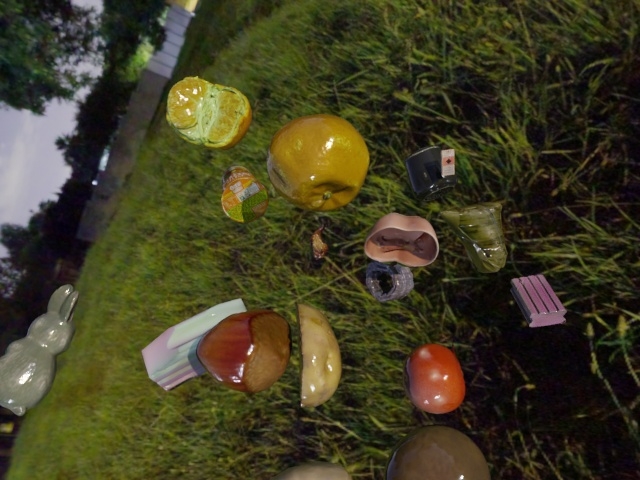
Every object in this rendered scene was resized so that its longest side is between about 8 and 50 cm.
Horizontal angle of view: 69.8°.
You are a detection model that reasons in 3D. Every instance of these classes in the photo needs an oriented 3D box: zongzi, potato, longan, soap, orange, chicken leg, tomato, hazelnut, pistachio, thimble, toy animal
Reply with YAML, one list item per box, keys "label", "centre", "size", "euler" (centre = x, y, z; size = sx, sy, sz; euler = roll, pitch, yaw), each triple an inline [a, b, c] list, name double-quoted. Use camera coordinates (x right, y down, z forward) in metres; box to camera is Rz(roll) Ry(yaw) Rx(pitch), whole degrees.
- label: "zongzi"
  centre: [0.516, 0.002, 1.569]
  size: [0.125, 0.274, 0.251]
  euler: [-12, 88, 55]
- label: "potato"
  centre: [-0.006, 0.236, 1.006]
  size: [0.138, 0.098, 0.243]
  euler: [104, 163, -66]
- label: "longan"
  centre: [0.292, 0.594, 1.146]
  size: [0.258, 0.258, 0.258]
  euler: [-42, 40, 48]
- label: "soap"
  centre: [0.759, 0.209, 1.613]
  size: [0.203, 0.122, 0.065]
  euler: [-88, -13, -57]
- label: "soap"
  centre: [-0.352, 0.305, 1.361]
  size: [0.109, 0.323, 0.193]
  euler: [59, 169, 31]
- label: "orange"
  centre: [-0.307, -0.345, 1.291]
  size: [0.158, 0.237, 0.179]
  euler: [68, -143, -82]
- label: "chicken leg"
  centre: [-0.005, 0.000, 1.526]
  size: [0.037, 0.062, 0.145]
  euler: [104, 165, -54]
- label: "tomato"
  centre: [0.429, 0.522, 1.741]
  size: [0.256, 0.224, 0.256]
  euler: [179, 90, -81]
- label: "hazelnut"
  centre: [-0.167, 0.254, 1.045]
  size: [0.210, 0.186, 0.210]
  euler: [-42, -5, -5]
- label: "pistachio"
  centre: [-0.038, 0.607, 1.039]
  size: [0.226, 0.208, 0.332]
  euler: [-51, 6, -34]
- label: "thimble"
  centre: [0.230, 0.128, 1.528]
  size: [0.150, 0.097, 0.150]
  euler: [8, 100, 50]
- label: "toy animal"
  centre: [-0.529, 0.210, 0.883]
  size: [0.236, 0.138, 0.108]
  euler: [-50, -24, -21]
- label: "orange"
  centre: [-0.005, -0.201, 1.225]
  size: [0.279, 0.279, 0.235]
  euler: [-37, 54, 52]

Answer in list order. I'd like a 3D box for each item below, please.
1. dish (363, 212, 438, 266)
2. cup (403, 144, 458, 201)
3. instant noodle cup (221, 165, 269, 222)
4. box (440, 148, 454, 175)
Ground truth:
- label: "dish"
  centre: [0.230, -0.012, 1.296]
  size: [0.213, 0.213, 0.090]
  euler: [-40, 33, 50]
- label: "cup"
  centre: [0.414, -0.247, 1.685]
  size: [0.169, 0.223, 0.177]
  euler: [-37, 70, 44]
- label: "instant noodle cup"
  centre: [-0.278, -0.176, 1.614]
  size: [0.168, 0.168, 0.185]
  euler: [-63, 29, 21]
- label: "box"
  centre: [0.420, -0.257, 1.515]
  size: [0.012, 0.046, 0.083]
  euler: [-132, 34, -68]
